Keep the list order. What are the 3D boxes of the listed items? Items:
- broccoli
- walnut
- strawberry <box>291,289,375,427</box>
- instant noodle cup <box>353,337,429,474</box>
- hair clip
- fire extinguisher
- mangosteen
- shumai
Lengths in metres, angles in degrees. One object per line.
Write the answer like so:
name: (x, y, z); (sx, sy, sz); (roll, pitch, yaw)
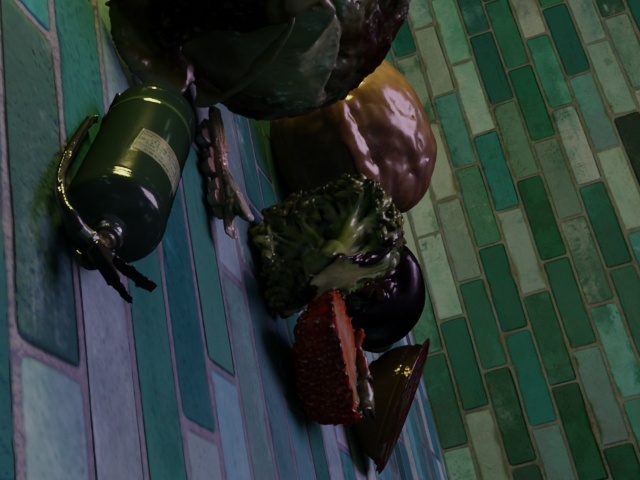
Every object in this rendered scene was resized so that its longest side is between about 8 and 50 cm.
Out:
broccoli: (-0.003, -0.010, 1.414); (0.180, 0.242, 0.273); (60, 11, 17)
walnut: (0.059, -0.198, 1.795); (0.306, 0.306, 0.343); (-89, 160, -61)
strawberry: (0.007, 0.182, 1.409); (0.286, 0.106, 0.188); (69, 14, -45)
instant noodle cup: (0.121, 0.298, 1.779); (0.274, 0.091, 0.273); (19, 90, -77)
hair clip: (-0.136, -0.090, 1.271); (0.062, 0.056, 0.213); (34, 28, -50)
fire extinguisher: (-0.175, -0.048, 0.841); (0.118, 0.093, 0.294); (41, 22, -20)
mangosteen: (0.091, 0.100, 1.782); (0.243, 0.243, 0.242); (-17, 90, -81)
shumai: (-0.067, -0.322, 1.139); (0.348, 0.395, 0.395); (-82, 154, -72)
